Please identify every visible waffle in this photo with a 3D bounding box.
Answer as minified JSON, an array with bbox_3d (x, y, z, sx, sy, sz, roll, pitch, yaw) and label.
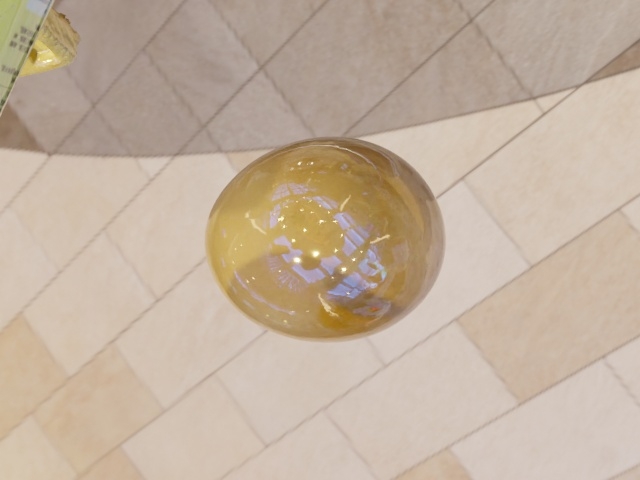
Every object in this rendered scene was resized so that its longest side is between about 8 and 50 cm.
[{"bbox_3d":[-0.501,-0.288,1.696,0.274,0.168,0.057,-11,63,12],"label":"waffle"}]

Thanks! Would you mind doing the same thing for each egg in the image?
[{"bbox_3d":[0.000,0.000,1.714,0.373,0.301,0.301,-6,106,28],"label":"egg"}]

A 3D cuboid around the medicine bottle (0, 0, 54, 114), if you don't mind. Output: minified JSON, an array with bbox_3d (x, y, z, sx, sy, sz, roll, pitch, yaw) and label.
[{"bbox_3d":[-0.202,-0.103,0.573,0.124,0.124,0.239,29,93,20],"label":"medicine bottle"}]
